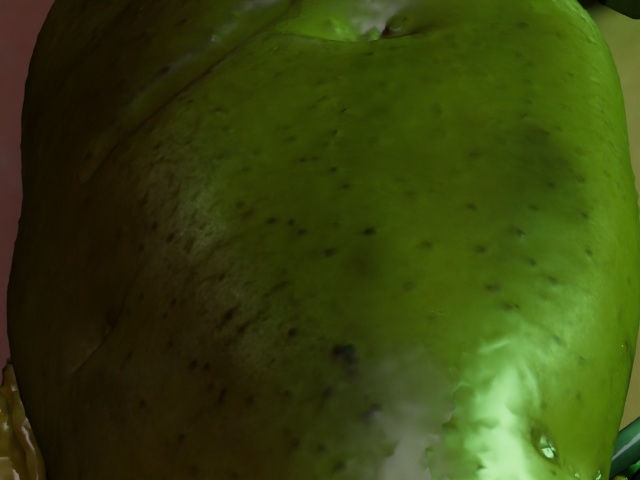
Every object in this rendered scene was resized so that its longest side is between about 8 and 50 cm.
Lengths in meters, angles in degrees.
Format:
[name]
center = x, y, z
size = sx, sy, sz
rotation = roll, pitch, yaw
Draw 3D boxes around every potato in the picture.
[potato]
center = 0.000, 0.000, 0.590
size = 0.196, 0.176, 0.369
rotation = 1, 41, -9

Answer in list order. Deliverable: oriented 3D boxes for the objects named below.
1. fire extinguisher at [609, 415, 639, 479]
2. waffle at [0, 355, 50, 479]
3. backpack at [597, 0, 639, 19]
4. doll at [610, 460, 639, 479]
[fire extinguisher]
center = 0.089, 0.136, 0.552
size = 0.118, 0.093, 0.294
rotation = 44, 92, 7
[waffle]
center = -0.123, 0.146, 0.625
size = 0.229, 0.051, 0.231
rotation = 28, 67, 16
[backpack]
center = 0.089, -0.223, 0.747
size = 0.253, 0.140, 0.207
rotation = 34, 68, 16
[doll]
center = 0.107, 0.122, 0.638
size = 0.078, 0.077, 0.113
rotation = 9, 97, -16
